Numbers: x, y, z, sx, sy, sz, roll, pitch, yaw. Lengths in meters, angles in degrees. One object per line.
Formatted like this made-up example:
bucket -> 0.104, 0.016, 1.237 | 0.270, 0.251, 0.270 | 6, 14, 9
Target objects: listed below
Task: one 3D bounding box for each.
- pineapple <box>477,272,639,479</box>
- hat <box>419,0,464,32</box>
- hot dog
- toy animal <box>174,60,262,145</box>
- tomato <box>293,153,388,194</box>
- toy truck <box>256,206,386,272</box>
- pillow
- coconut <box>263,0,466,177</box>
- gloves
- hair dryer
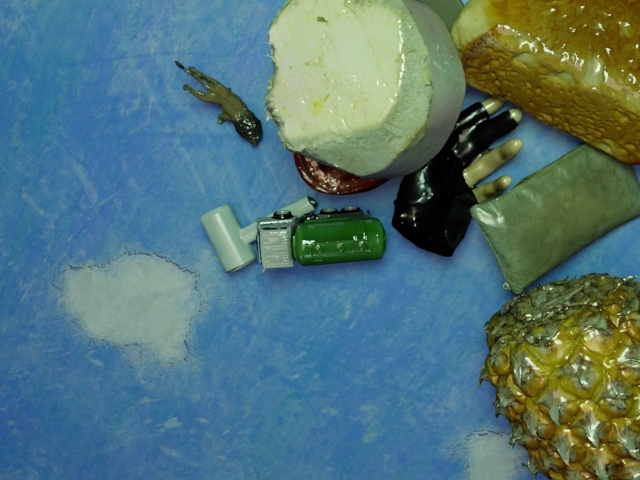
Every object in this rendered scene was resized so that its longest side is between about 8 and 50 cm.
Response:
pineapple -> 0.442, 0.218, 1.107 | 0.352, 0.352, 0.300 | -22, 94, 18
hat -> 0.118, -0.401, 1.191 | 0.244, 0.149, 0.214 | 25, 118, -32
hot dog -> 0.419, -0.303, 1.054 | 0.405, 0.185, 0.223 | 29, 77, 8
toy animal -> -0.194, -0.272, 1.290 | 0.220, 0.086, 0.069 | 38, 88, -20
tomato -> 0.052, -0.185, 1.239 | 0.228, 0.101, 0.228 | 0, 89, 0
toy truck -> 0.000, 0.000, 1.259 | 0.242, 0.125, 0.101 | -4, 108, -3
pillow -> 0.412, -0.052, 1.146 | 0.302, 0.075, 0.185 | -32, 108, -2
coconut -> 0.073, -0.243, 1.048 | 0.297, 0.309, 0.297 | 2, 95, 25
gloves -> 0.234, -0.128, 1.176 | 0.197, 0.152, 0.301 | 37, 100, -31
hair dryer -> -0.115, -0.038, 1.335 | 0.236, 0.073, 0.131 | -25, 94, 16
